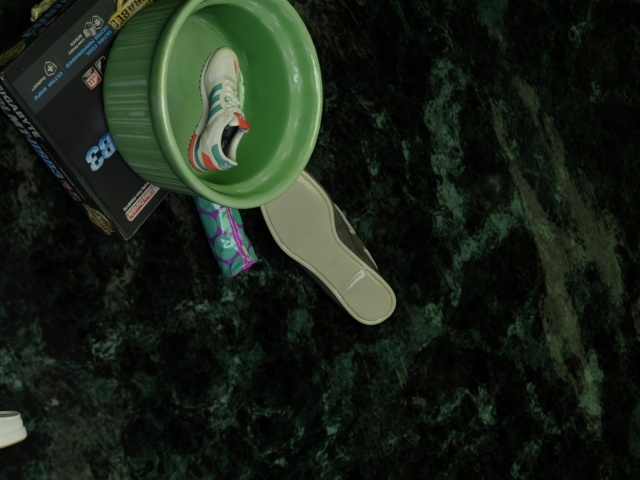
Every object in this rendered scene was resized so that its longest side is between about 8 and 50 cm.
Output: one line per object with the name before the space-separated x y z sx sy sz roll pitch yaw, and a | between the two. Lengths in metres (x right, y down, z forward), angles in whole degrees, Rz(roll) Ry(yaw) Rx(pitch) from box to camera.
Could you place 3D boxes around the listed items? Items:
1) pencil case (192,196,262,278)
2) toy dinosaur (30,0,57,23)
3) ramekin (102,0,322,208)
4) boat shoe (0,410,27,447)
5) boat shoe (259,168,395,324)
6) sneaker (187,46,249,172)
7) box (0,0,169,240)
pencil case | -0.144 -0.023 1.589 0.064 0.070 0.152 -28 103 -39
toy dinosaur | -0.330 -0.394 1.474 0.268 0.064 0.118 -44 129 -34
ramekin | -0.150 -0.198 1.440 0.303 0.148 0.303 -7 100 -48
boat shoe | -0.483 0.206 1.255 0.277 0.098 0.096 6 82 -39
boat shoe | 0.000 0.000 1.710 0.112 0.095 0.335 -38 110 2
sneaker | -0.114 -0.162 1.312 0.057 0.075 0.161 18 81 -49
box | -0.278 -0.204 1.462 0.295 0.073 0.293 -53 128 -30
